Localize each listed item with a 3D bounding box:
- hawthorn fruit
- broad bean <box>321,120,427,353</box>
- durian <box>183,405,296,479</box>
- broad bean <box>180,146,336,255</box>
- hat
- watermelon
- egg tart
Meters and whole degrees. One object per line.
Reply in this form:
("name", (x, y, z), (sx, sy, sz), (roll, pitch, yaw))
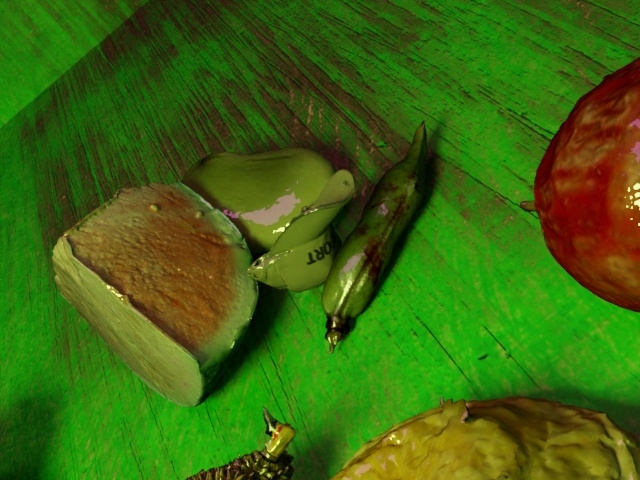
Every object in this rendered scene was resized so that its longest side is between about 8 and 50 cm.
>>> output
("hawthorn fruit", (0.282, -0.041, 0.914), (0.266, 0.210, 0.230), (-21, 47, 56))
("broad bean", (0.072, -0.014, 1.239), (0.339, 0.061, 0.077), (-60, -4, -30))
("durian", (-0.081, 0.282, 0.948), (0.138, 0.193, 0.237), (42, 96, 19))
("broad bean", (-0.092, -0.056, 1.434), (0.263, 0.121, 0.189), (-4, 45, 43))
("hat", (0.000, 0.000, 1.226), (0.147, 0.085, 0.175), (-48, 3, -39))
("watermelon", (-0.183, 0.046, 1.311), (0.222, 0.292, 0.319), (-47, -12, -21))
("egg tart", (0.085, 0.239, 0.816), (0.351, 0.153, 0.340), (-24, 31, 25))
